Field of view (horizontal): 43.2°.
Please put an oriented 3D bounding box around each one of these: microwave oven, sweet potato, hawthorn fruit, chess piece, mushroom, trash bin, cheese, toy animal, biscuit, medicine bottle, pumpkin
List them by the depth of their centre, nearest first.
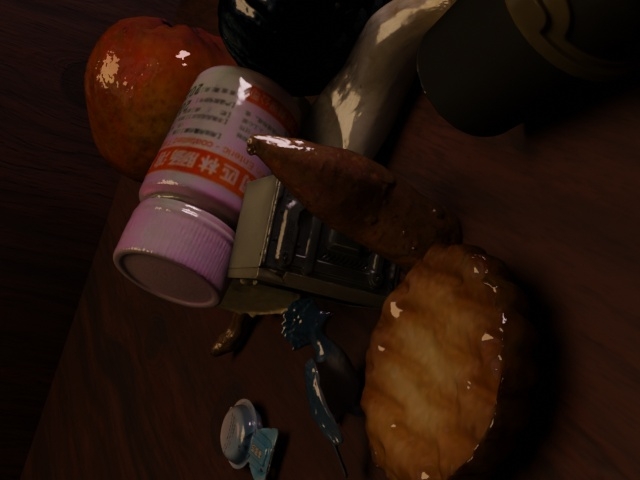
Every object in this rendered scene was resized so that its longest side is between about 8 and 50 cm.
[{"bbox_3d":[0.270,-0.261,0.951,0.334,0.214,0.214,144,135,-59],"label":"trash bin"},{"bbox_3d":[0.165,0.167,1.031,0.326,0.107,0.325,-47,34,46],"label":"biscuit"},{"bbox_3d":[0.042,-0.070,1.172,0.131,0.337,0.131,-52,16,22],"label":"sweet potato"},{"bbox_3d":[0.015,0.222,1.226,0.239,0.176,0.255,42,-122,-80],"label":"toy animal"},{"bbox_3d":[0.000,0.000,1.293,0.145,0.241,0.194,1,77,64],"label":"microwave oven"},{"bbox_3d":[0.121,-0.294,1.361,0.397,0.126,0.177,-57,42,30],"label":"mushroom"},{"bbox_3d":[-0.191,-0.094,1.405,0.219,0.219,0.388,-25,38,57],"label":"medicine bottle"},{"bbox_3d":[-0.017,-0.433,1.461,0.363,0.266,0.363,-46,-6,-7],"label":"pumpkin"},{"bbox_3d":[-0.142,0.386,1.569,0.245,0.052,0.135,15,91,63],"label":"cheese"},{"bbox_3d":[-0.127,-0.090,1.641,0.234,0.234,0.442,-35,43,52],"label":"chess piece"},{"bbox_3d":[-0.179,0.189,1.752,0.182,0.054,0.053,-58,-3,33],"label":"sweet potato"},{"bbox_3d":[-0.413,-0.360,2.118,0.472,0.472,0.471,-40,41,49],"label":"hawthorn fruit"}]
